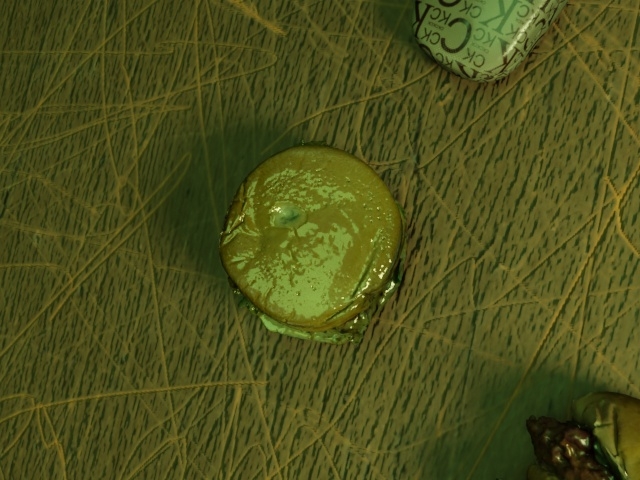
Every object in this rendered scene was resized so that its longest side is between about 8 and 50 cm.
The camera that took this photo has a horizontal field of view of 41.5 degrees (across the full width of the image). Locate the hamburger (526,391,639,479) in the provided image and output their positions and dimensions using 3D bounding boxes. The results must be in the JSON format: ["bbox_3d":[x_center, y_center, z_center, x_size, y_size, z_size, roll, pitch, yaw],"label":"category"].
[{"bbox_3d":[0.329,0.256,0.723,0.282,0.245,0.155,32,92,-11],"label":"hamburger"}]

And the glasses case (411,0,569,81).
[{"bbox_3d":[0.234,-0.333,0.904,0.137,0.085,0.355,38,94,23],"label":"glasses case"}]

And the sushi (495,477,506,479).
[{"bbox_3d":[0.283,0.407,0.677,0.359,0.064,0.343,15,106,52],"label":"sushi"}]

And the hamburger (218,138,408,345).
[{"bbox_3d":[0.000,0.000,0.913,0.189,0.122,0.215,13,81,15],"label":"hamburger"}]
